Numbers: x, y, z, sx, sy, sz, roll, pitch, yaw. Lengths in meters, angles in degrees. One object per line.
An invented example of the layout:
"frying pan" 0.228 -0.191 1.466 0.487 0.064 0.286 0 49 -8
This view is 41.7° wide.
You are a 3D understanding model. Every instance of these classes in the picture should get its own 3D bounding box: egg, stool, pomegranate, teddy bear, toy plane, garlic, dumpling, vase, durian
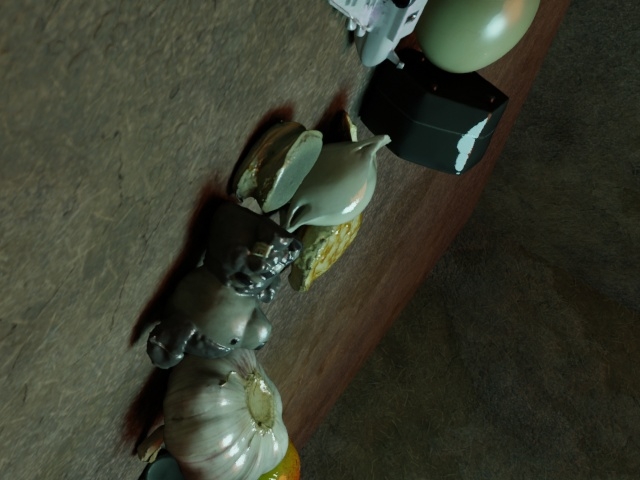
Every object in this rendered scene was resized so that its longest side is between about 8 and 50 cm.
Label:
"egg" 0.242 -0.373 1.320 0.186 0.186 0.241 -41 165 -51
"stool" 0.195 -0.224 1.435 0.232 0.232 0.141 -39 155 -55
"pomegranate" -0.151 0.499 1.839 0.221 0.221 0.256 -52 158 -25
"teddy bear" -0.115 0.065 1.132 0.251 0.144 0.171 -59 -179 17
"toy plane" 0.099 -0.321 1.108 0.251 0.101 0.255 -34 156 -32
"garlic" -0.193 0.296 1.342 0.253 0.245 0.245 -24 179 21
"dumpling" 0.017 -0.086 1.318 0.229 0.124 0.151 -37 -176 -4
"vase" -0.256 0.429 1.576 0.086 0.086 0.214 -58 171 -1
"durian" 0.048 -0.166 1.379 0.066 0.052 0.130 -57 164 -5

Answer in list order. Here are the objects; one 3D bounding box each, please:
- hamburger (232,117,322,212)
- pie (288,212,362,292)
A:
"hamburger" -0.056 -0.101 1.132 0.133 0.062 0.140 -60 169 26
"pie" 0.000 0.000 1.509 0.179 0.084 0.205 -50 167 -25
